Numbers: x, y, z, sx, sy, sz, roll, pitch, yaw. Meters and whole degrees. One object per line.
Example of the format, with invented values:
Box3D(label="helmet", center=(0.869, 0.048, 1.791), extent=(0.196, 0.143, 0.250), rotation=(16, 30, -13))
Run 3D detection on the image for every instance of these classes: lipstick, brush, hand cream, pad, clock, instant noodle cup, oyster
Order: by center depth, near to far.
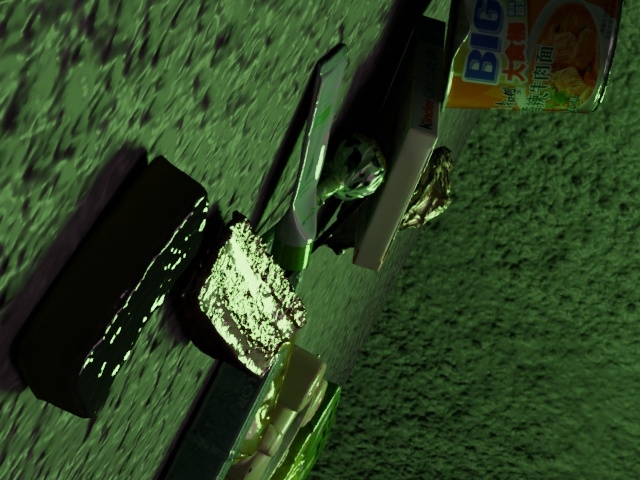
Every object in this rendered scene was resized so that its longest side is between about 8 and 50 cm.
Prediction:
Box3D(label="brush", center=(-0.158, 0.039, 1.075), extent=(0.197, 0.059, 0.123), rotation=(-58, 173, -21))
Box3D(label="hand cream", center=(-0.011, -0.093, 1.584), extent=(0.079, 0.050, 0.275), rotation=(-100, -160, -58))
Box3D(label="instant noodle cup", center=(0.286, -0.301, 1.863), extent=(0.296, 0.214, 0.296), rotation=(7, 90, -88))
Box3D(label="pad", center=(0.000, 0.000, 1.891), extent=(0.190, 0.004, 0.127), rotation=(-45, -176, 9))
Box3D(label="lipstick", center=(-0.139, 0.259, 1.908), extent=(0.290, 0.077, 0.076), rotation=(-63, 172, 8))
Box3D(label="oyster", center=(0.109, -0.065, 2.126), extent=(0.198, 0.092, 0.260), rotation=(-3, -135, 48))
Box3D(label="clock", center=(-0.104, 0.321, 2.242), extent=(0.309, 0.114, 0.284), rotation=(-59, 173, -12))

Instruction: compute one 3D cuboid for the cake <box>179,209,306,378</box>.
Box3D(label="cake", center=(-0.088, 0.065, 1.495), extent=(0.116, 0.112, 0.295), rotation=(-61, 167, -15))

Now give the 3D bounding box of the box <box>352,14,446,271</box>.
Box3D(label="box", center=(0.112, -0.140, 1.946), extent=(0.273, 0.048, 0.265), rotation=(-80, -172, -46))

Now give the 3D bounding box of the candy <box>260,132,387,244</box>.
Box3D(label="candy", center=(-0.010, -0.047, 1.745), extent=(0.305, 0.083, 0.091), rotation=(-42, 156, -45))

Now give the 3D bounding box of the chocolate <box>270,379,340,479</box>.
Box3D(label="chocolate", center=(-0.093, 0.405, 2.524), extent=(0.289, 0.137, 0.301), rotation=(-58, 170, -26))

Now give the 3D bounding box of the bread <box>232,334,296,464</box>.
Box3D(label="bread", center=(-0.102, 0.229, 2.053), extent=(0.128, 0.088, 0.232), rotation=(120, -4, -77))

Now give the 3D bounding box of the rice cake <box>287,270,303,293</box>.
Box3D(label="rice cake", center=(-0.043, 0.076, 2.095), extent=(0.121, 0.021, 0.022), rotation=(105, 6, -58))
